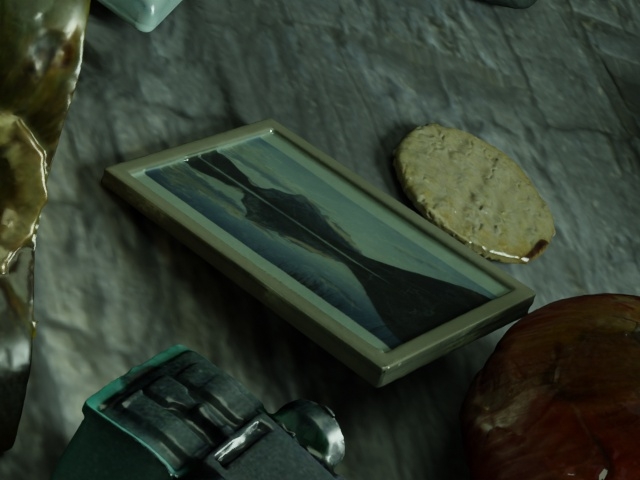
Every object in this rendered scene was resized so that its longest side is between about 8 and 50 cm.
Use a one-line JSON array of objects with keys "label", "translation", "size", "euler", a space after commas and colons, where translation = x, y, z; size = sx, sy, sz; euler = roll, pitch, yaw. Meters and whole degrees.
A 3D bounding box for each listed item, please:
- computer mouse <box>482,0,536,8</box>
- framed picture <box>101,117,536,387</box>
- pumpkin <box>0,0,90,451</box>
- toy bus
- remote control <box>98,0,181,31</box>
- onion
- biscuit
[{"label": "computer mouse", "translation": [0.098, -0.263, 1.388], "size": [0.379, 0.090, 0.167], "euler": [17, 54, -44]}, {"label": "framed picture", "translation": [0.000, 0.000, 1.047], "size": [0.203, 0.015, 0.150], "euler": [35, 32, 26]}, {"label": "pumpkin", "translation": [-0.209, -0.052, 0.912], "size": [0.139, 0.190, 0.281], "euler": [13, 84, -31]}, {"label": "toy bus", "translation": [0.000, 0.159, 0.825], "size": [0.261, 0.109, 0.091], "euler": [44, 37, 13]}, {"label": "remote control", "translation": [-0.094, -0.229, 1.245], "size": [0.103, 0.051, 0.293], "euler": [36, 35, -3]}, {"label": "onion", "translation": [0.191, 0.109, 1.006], "size": [0.230, 0.163, 0.230], "euler": [30, 27, -17]}, {"label": "biscuit", "translation": [0.098, -0.030, 1.212], "size": [0.120, 0.015, 0.120], "euler": [23, 37, -19]}]
